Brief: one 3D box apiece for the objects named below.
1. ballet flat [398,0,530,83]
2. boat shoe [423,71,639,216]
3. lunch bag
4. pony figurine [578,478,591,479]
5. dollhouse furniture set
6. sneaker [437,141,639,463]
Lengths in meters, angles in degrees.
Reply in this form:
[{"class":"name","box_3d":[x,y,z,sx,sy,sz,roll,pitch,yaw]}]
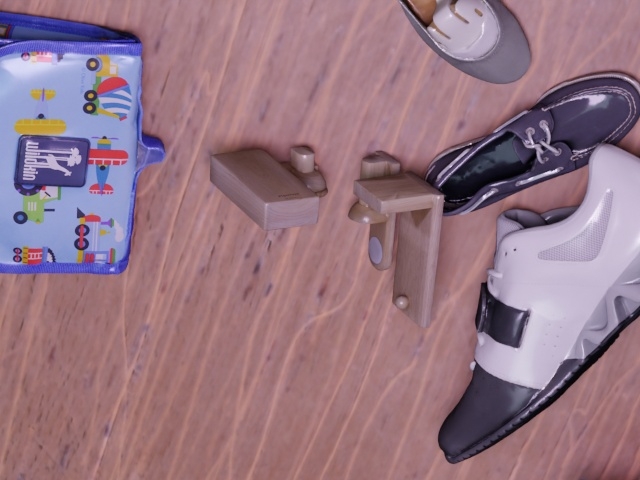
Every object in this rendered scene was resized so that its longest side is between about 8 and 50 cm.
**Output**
[{"class":"ballet flat","box_3d":[0.091,-0.203,1.633,0.072,0.068,0.213,-38,101,22]},{"class":"boat shoe","box_3d":[0.180,-0.074,1.671,0.206,0.065,0.075,-25,105,19]},{"class":"lunch bag","box_3d":[-0.283,-0.086,1.738,0.293,0.138,0.221,4,112,-4]},{"class":"pony figurine","box_3d":[0.398,0.231,1.671,0.363,0.303,0.351,22,124,-15]},{"class":"dollhouse furniture set","box_3d":[0.000,0.000,1.694,0.151,0.144,0.123,-8,116,-25]},{"class":"sneaker","box_3d":[0.189,0.051,1.707,0.146,0.122,0.330,45,115,11]}]
